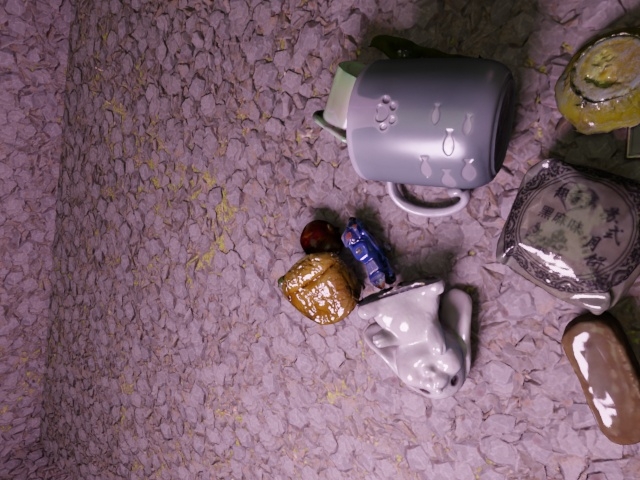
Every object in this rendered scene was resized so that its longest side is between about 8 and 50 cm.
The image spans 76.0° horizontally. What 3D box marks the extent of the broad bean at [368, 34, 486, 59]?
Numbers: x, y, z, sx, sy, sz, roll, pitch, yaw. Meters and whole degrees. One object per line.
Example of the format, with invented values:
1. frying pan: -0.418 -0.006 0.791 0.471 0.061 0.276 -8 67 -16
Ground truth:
1. broad bean: 0.234 -0.422 0.944 0.297 0.043 0.060 28 98 26

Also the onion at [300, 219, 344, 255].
1. onion: 0.000 0.000 1.101 0.117 0.118 0.118 44 116 26

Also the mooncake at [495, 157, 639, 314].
1. mooncake: 0.481 -0.012 0.777 0.254 0.136 0.250 29 106 26

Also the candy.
1. candy: 0.550 0.256 0.780 0.102 0.104 0.234 -27 80 37

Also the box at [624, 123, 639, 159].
1. box: 0.601 -0.186 0.741 0.079 0.035 0.083 3 96 32

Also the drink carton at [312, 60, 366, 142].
1. drink carton: 0.075 -0.334 0.969 0.144 0.146 0.142 41 134 24

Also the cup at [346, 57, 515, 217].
1. cup: 0.241 -0.197 0.866 0.274 0.259 0.357 12 132 31

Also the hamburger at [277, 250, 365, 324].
1. hamburger: 0.007 0.129 1.055 0.183 0.130 0.206 -36 117 20

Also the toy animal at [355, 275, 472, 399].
1. toy animal: 0.218 0.217 0.949 0.249 0.174 0.289 1 94 20

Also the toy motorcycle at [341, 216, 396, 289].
1. toy motorcycle: 0.117 0.026 1.022 0.076 0.114 0.205 -39 74 28

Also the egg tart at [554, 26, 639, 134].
1. egg tart: 0.522 -0.296 0.740 0.197 0.078 0.197 -11 73 40
